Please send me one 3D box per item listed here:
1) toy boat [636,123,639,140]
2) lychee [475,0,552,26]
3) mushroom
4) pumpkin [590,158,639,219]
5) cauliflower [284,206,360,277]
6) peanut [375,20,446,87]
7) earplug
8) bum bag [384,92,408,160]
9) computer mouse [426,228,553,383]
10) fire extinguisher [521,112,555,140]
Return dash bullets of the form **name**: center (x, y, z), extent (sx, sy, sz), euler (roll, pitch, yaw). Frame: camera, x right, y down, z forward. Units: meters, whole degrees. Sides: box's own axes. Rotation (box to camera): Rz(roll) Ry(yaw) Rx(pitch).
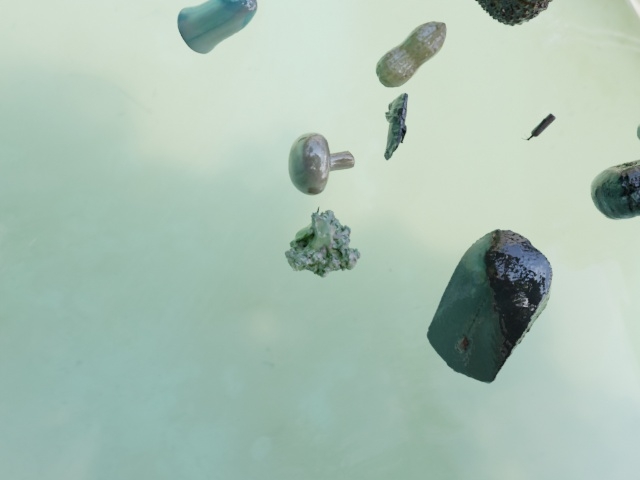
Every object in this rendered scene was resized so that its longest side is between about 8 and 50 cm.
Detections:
- **toy boat**: center (0.674, -0.189, 0.843), extent (0.141, 0.141, 0.269), euler (39, 9, -22)
- **lychee**: center (0.531, -0.719, 1.326), extent (0.271, 0.271, 0.271), euler (19, 59, -35)
- **mushroom**: center (0.002, -0.252, 1.638), extent (0.215, 0.207, 0.207), euler (-7, 73, -12)
- **pumpkin**: center (0.942, -0.158, 1.511), extent (0.233, 0.233, 0.163), euler (-29, 98, -45)
- **cauliflower**: center (0.000, 0.000, 1.695), extent (0.257, 0.315, 0.238), euler (-17, 64, -10)
- **peanut**: center (0.287, -0.586, 1.581), extent (0.123, 0.257, 0.123), euler (48, 13, -15)
- **earplug**: center (-0.368, -0.850, 1.894), extent (0.185, 0.324, 0.185), euler (14, 72, -50)
- **bum bag**: center (0.280, -0.422, 1.856), extent (0.060, 0.123, 0.248), euler (8, 79, -19)
- **computer mouse**: center (0.303, 0.124, 0.925), extent (0.168, 0.295, 0.087), euler (33, 18, 30)
- **fire extinguisher**: center (0.621, -0.318, 1.423), extent (0.032, 0.100, 0.046), euler (42, 20, -3)
